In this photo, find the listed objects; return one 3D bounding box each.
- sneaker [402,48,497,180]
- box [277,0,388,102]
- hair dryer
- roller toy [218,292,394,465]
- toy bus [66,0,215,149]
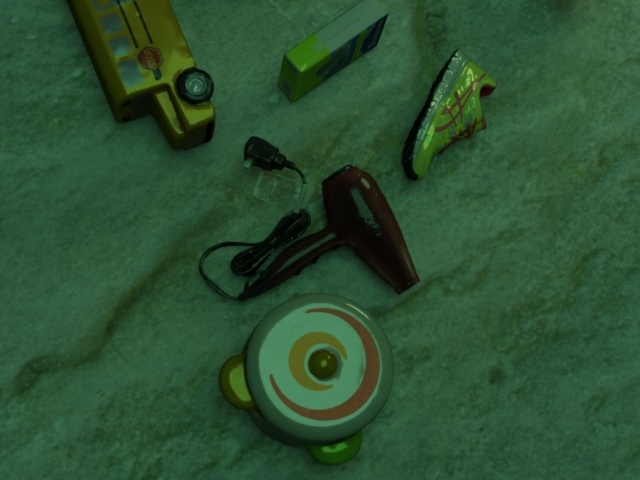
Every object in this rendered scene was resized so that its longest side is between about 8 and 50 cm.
[{"bbox_3d":[0.186,-0.168,1.784,0.094,0.081,0.208,29,73,-4],"label":"sneaker"},{"bbox_3d":[0.024,-0.273,1.765,0.178,0.109,0.042,-36,81,-16],"label":"box"},{"bbox_3d":[0.000,0.000,1.729,0.293,0.080,0.224,18,90,0],"label":"hair dryer"},{"bbox_3d":[-0.009,0.167,1.634,0.209,0.146,0.191,30,73,-1],"label":"roller toy"},{"bbox_3d":[-0.253,-0.280,1.719,0.130,0.108,0.333,-21,81,-13],"label":"toy bus"}]
